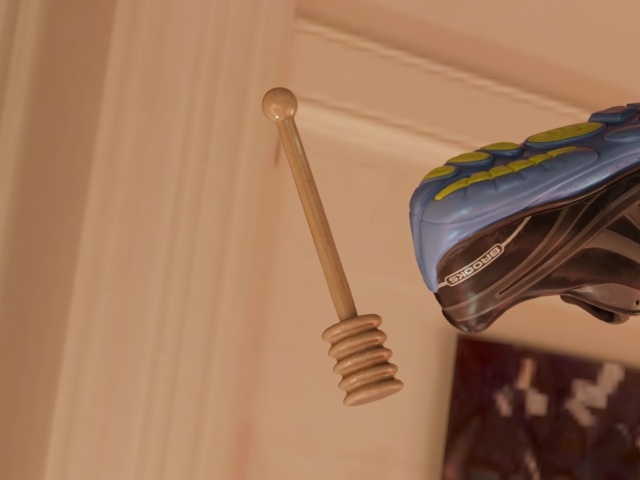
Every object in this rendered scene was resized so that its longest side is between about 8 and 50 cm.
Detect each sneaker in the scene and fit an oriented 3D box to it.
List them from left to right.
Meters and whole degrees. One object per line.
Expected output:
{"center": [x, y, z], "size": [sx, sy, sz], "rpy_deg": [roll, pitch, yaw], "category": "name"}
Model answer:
{"center": [0.124, -0.010, 0.617], "size": [0.188, 0.078, 0.067], "rpy_deg": [-15, -158, -16], "category": "sneaker"}

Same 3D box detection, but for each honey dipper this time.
{"center": [0.000, 0.000, 0.741], "size": [0.031, 0.160, 0.030], "rpy_deg": [-18, 166, -5], "category": "honey dipper"}
